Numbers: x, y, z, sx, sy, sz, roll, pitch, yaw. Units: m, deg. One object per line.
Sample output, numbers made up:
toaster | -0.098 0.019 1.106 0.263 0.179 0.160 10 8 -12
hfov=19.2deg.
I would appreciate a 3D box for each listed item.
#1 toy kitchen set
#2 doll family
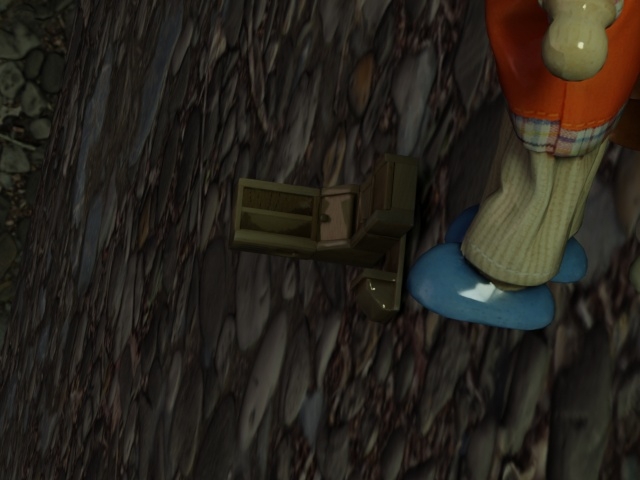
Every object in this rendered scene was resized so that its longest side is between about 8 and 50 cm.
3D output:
toy kitchen set | 0.000 0.000 0.893 0.083 0.075 0.068 130 146 -70
doll family | 0.108 -0.089 0.469 0.263 0.118 0.163 -70 -6 -61
